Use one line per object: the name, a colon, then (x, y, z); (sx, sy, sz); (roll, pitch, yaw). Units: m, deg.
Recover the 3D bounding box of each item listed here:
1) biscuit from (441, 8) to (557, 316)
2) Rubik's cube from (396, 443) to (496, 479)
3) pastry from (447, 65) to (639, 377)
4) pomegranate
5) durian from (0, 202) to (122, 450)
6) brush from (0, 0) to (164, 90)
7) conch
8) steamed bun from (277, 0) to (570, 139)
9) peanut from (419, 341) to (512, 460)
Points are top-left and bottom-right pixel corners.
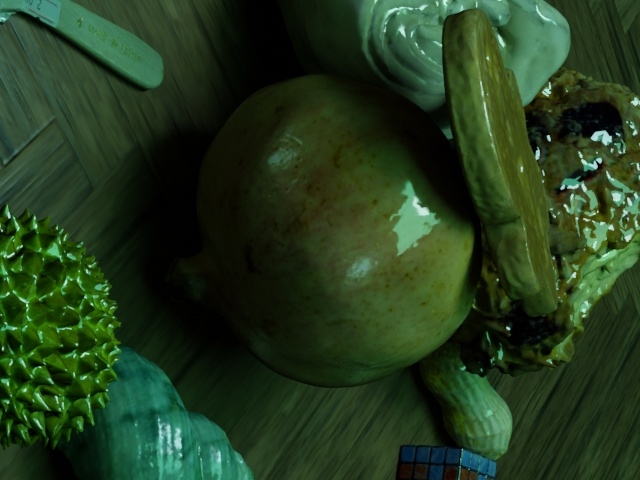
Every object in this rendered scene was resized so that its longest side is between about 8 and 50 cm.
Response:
biscuit: (0.176, -0.076, 1.599); (0.355, 0.052, 0.275); (57, 26, -53)
Rubik's cube: (0.156, 0.311, 2.007); (0.092, 0.092, 0.092); (29, 65, -50)
pastry: (0.247, -0.050, 1.968); (0.405, 0.337, 0.292); (-47, 163, -18)
pomegranate: (0.000, 0.000, 1.637); (0.338, 0.338, 0.338); (4, 85, -54)
durian: (-0.269, 0.078, 1.377); (0.200, 0.176, 0.237); (-58, 147, -11)
brush: (-0.258, -0.224, 1.525); (0.336, 0.020, 0.086); (28, 65, -50)
conch: (-0.158, 0.207, 1.542); (0.202, 0.134, 0.196); (32, 64, -48)
steamed bun: (0.101, -0.256, 1.826); (0.339, 0.247, 0.352); (2, 46, -29)
peanut: (0.191, 0.204, 2.065); (0.087, 0.087, 0.207); (-53, 128, -41)
